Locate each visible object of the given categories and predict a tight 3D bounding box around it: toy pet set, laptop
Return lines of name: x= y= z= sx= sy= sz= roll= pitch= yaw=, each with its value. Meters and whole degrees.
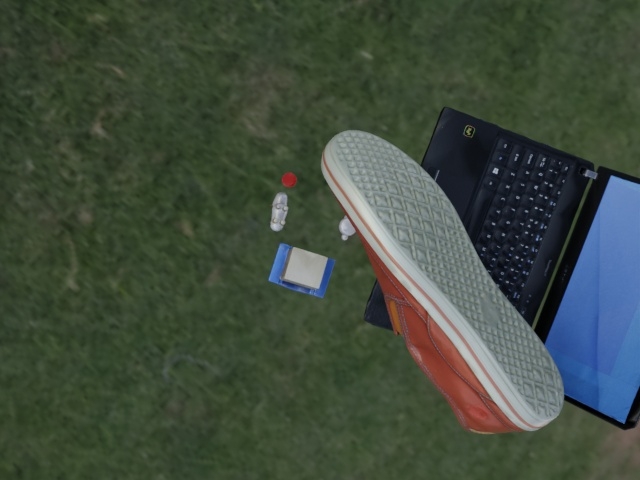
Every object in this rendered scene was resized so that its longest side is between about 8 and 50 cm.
toy pet set: x=0.000 y=0.000 z=1.463 sx=0.122 sy=0.065 sz=0.114 roll=18 pitch=84 yaw=-7
laptop: x=0.208 y=0.023 z=1.352 sx=0.264 sy=0.136 sz=0.234 roll=21 pitch=93 yaw=-5

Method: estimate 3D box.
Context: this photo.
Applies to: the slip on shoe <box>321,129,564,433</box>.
slip on shoe: x=0.097 y=0.046 z=1.298 sx=0.101 sy=0.331 sz=0.123 roll=-31 pitch=-173 yaw=39
